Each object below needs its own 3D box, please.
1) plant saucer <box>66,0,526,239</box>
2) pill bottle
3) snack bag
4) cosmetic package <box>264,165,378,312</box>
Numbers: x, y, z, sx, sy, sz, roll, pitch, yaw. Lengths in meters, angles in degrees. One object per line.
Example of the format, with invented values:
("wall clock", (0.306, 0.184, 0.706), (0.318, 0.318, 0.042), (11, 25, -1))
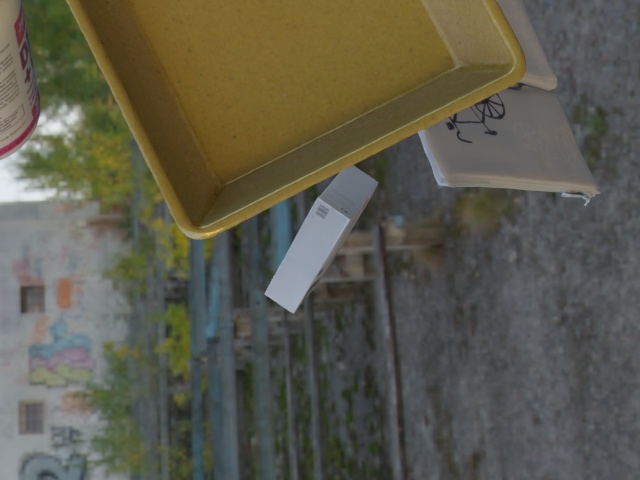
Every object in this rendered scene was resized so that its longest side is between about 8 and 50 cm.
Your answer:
("plant saucer", (-0.038, -0.210, 0.986), (0.333, 0.333, 0.081), (63, 178, 7))
("pill bottle", (-0.387, -0.213, 1.144), (0.283, 0.160, 0.160), (103, 164, -61))
("snack bag", (0.202, -0.208, 1.372), (0.037, 0.323, 0.342), (-35, 64, 41))
("cosmetic package", (0.000, 0.000, 1.615), (0.099, 0.060, 0.239), (-55, -4, -43))
